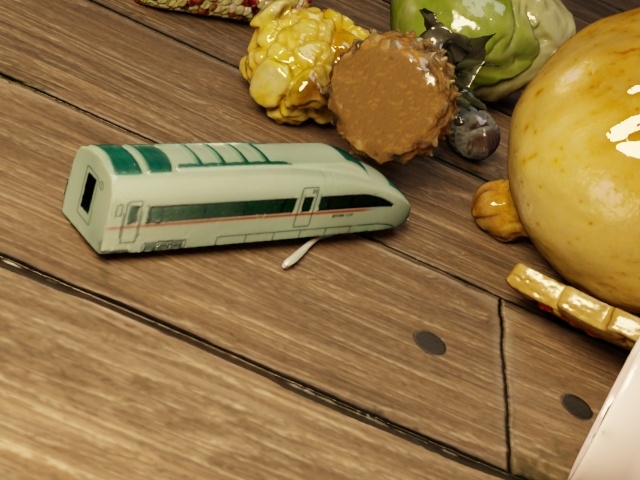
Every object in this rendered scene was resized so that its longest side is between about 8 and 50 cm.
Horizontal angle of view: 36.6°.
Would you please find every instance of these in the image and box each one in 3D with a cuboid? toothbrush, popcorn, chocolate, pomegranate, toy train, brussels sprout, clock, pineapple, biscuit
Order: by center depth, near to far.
[{"bbox_3d":[0.288,0.149,0.850,0.068,0.197,0.197,27,29,17],"label":"clock"},{"bbox_3d":[-0.052,-0.055,0.982,0.407,0.088,0.086,-5,33,-40],"label":"toy train"},{"bbox_3d":[0.000,0.000,1.029,0.017,0.014,0.162,45,32,2],"label":"toothbrush"},{"bbox_3d":[0.312,0.091,1.031,0.212,0.041,0.238,27,2,-27],"label":"biscuit"},{"bbox_3d":[0.374,-0.082,1.137,0.410,0.410,0.410,20,31,-12],"label":"pomegranate"},{"bbox_3d":[0.125,-0.199,1.188,0.165,0.165,0.364,33,26,9],"label":"pineapple"},{"bbox_3d":[-0.020,-0.221,1.237,0.163,0.140,0.194,44,44,12],"label":"popcorn"},{"bbox_3d":[0.206,-0.172,1.393,0.072,0.072,0.167,9,33,-28],"label":"chocolate"},{"bbox_3d":[0.243,-0.353,1.521,0.316,0.242,0.274,-6,39,-34],"label":"brussels sprout"}]

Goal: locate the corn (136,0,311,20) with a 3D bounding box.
[{"bbox_3d":[-0.134,-0.358,1.379,0.280,0.092,0.092,4,37,-27],"label":"corn"}]
